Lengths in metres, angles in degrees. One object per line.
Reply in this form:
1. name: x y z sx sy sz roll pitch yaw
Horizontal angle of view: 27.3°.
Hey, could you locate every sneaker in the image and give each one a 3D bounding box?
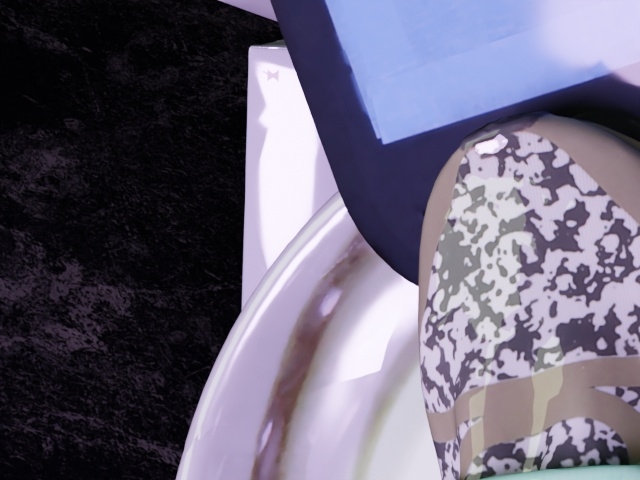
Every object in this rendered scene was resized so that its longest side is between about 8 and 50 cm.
1. sneaker: 0.078 0.137 0.377 0.158 0.182 0.410 -21 65 32

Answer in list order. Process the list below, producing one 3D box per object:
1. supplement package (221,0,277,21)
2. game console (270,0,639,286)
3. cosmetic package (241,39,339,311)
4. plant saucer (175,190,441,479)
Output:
1. supplement package: 0.064 -0.307 1.358 0.175 0.293 0.178 133 155 -70
2. game console: 0.097 -0.175 0.447 0.342 0.387 0.060 -13 11 44
3. cosmetic package: 0.000 0.000 1.243 0.284 0.097 0.377 -43 -44 -73
4. plant saucer: 0.091 0.136 0.587 0.400 0.100 0.401 -22 58 40
